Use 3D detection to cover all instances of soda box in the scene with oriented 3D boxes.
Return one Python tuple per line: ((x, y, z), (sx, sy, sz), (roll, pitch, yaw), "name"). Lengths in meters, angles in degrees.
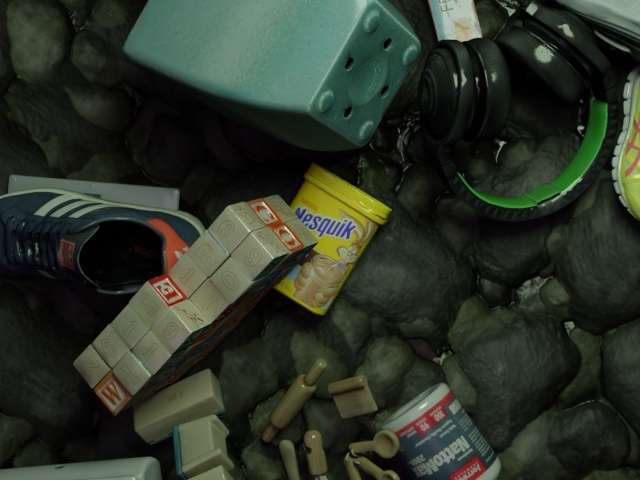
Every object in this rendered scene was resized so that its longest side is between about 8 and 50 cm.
((0.166, -0.332, 1.284), (0.058, 0.063, 0.183), (-14, 88, 7), "soda box")

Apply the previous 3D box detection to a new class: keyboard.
((-0.326, -0.048, 1.386), (0.256, 0.014, 0.072), (5, 85, 8), "keyboard")

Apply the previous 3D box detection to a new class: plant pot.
((-0.031, -0.243, 1.180), (0.252, 0.247, 0.248), (33, 95, 33), "plant pot")

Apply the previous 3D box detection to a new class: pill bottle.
((0.169, 0.286, 1.259), (0.108, 0.108, 0.180), (-37, 85, 7), "pill bottle")

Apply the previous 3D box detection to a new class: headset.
((0.221, -0.217, 1.209), (0.243, 0.185, 0.394), (-24, 117, -5), "headset")

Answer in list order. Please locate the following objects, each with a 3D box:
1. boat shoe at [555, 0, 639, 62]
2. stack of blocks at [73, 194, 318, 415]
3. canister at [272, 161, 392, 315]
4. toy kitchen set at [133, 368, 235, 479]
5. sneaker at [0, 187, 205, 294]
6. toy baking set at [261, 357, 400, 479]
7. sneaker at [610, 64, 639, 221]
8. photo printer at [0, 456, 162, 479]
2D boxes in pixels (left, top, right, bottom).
((0.384, -0.274, 1.194), (0.121, 0.119, 0.335), (-36, 49, -4), "boat shoe")
((-0.157, 0.079, 1.233), (0.087, 0.171, 0.297), (49, 115, 9), "stack of blocks")
((0.000, 0.000, 1.304), (0.126, 0.073, 0.170), (32, 96, 9), "canister")
((-0.157, 0.317, 1.316), (0.122, 0.207, 0.166), (-24, 130, 7), "toy kitchen set")
((-0.335, 0.005, 1.305), (0.350, 0.148, 0.131), (1, 104, 10), "sneaker")
((0.002, 0.285, 1.282), (0.197, 0.030, 0.256), (52, 123, 20), "toy baking set")
((0.426, -0.122, 1.217), (0.081, 0.094, 0.209), (1, 91, -26), "sneaker")
((-0.359, 0.435, 1.334), (0.307, 0.107, 0.256), (-8, 91, 11), "photo printer")
